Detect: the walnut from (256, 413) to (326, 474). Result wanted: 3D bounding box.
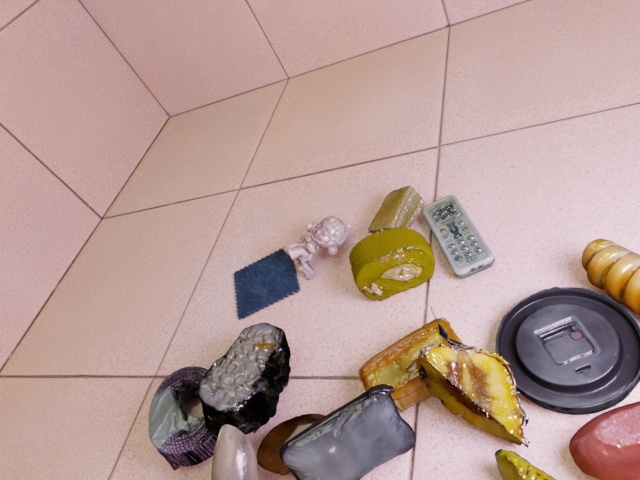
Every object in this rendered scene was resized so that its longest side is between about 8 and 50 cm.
[{"bbox_3d":[-0.062,0.537,1.281,0.245,0.137,0.137,-33,40,2],"label":"walnut"}]

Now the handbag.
[{"bbox_3d":[0.074,0.504,1.190,0.332,0.191,0.075,-33,10,2],"label":"handbag"}]

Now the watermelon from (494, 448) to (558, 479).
[{"bbox_3d":[0.472,0.532,0.936,0.123,0.129,0.301,-47,25,-7],"label":"watermelon"}]

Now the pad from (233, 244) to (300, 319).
[{"bbox_3d":[-0.214,0.156,1.853,0.269,0.012,0.269,-28,41,7],"label":"pad"}]

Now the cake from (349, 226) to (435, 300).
[{"bbox_3d":[0.225,0.068,1.523,0.261,0.179,0.156,-26,42,10],"label":"cake"}]

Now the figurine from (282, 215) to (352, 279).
[{"bbox_3d":[0.007,0.009,1.773,0.257,0.144,0.182,-36,20,0],"label":"figurine"}]

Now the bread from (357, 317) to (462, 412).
[{"bbox_3d":[0.251,0.339,1.289,0.288,0.119,0.152,-32,37,3],"label":"bread"}]

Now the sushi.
[{"bbox_3d":[-0.209,0.411,1.433,0.211,0.170,0.350,3,36,22],"label":"sushi"}]

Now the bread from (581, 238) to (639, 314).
[{"bbox_3d":[0.769,0.114,1.136,0.121,0.173,0.311,-55,39,9],"label":"bread"}]

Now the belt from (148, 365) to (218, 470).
[{"bbox_3d":[-0.411,0.542,1.516,0.260,0.122,0.325,-36,41,-11],"label":"belt"}]

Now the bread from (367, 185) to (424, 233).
[{"bbox_3d":[0.267,-0.088,1.688,0.138,0.102,0.196,-15,39,59],"label":"bread"}]

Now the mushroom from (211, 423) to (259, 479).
[{"bbox_3d":[-0.213,0.653,1.227,0.129,0.128,0.349,-20,62,16],"label":"mushroom"}]

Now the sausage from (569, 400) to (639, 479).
[{"bbox_3d":[0.638,0.402,0.962,0.255,0.148,0.148,-23,41,8],"label":"sausage"}]

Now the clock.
[{"bbox_3d":[0.600,0.261,1.175,0.325,0.067,0.324,-18,43,18],"label":"clock"}]

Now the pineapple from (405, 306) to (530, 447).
[{"bbox_3d":[0.347,0.330,1.156,0.335,0.161,0.158,33,65,3],"label":"pineapple"}]

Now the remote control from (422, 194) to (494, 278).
[{"bbox_3d":[0.440,-0.017,1.556,0.128,0.065,0.335,-27,41,11],"label":"remote control"}]
